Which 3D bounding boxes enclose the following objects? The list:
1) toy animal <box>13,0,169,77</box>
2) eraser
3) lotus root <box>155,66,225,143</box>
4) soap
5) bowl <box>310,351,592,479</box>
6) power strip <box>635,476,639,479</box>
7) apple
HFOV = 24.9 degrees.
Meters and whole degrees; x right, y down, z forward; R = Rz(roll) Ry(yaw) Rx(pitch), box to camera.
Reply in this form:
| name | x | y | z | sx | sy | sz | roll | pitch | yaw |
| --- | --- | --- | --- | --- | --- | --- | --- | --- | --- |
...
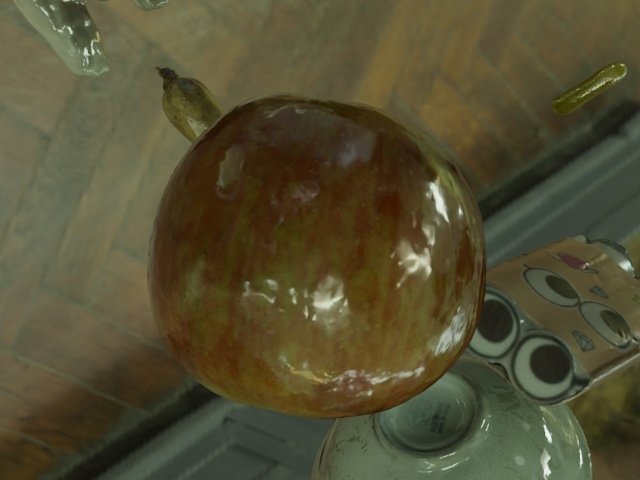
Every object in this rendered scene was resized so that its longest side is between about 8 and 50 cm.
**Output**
| name | x | y | z | sx | sy | sz | roll | pitch | yaw |
| --- | --- | --- | --- | --- | --- | --- | --- | --- | --- |
| toy animal | -0.203 | -0.358 | 1.375 | 0.308 | 0.266 | 0.188 | -51 | -177 | -40 |
| eraser | 0.271 | 0.080 | 1.544 | 0.290 | 0.171 | 0.087 | -16 | 141 | -55 |
| lotus root | -0.158 | -0.161 | 1.812 | 0.063 | 0.152 | 0.072 | -41 | 175 | 21 |
| soap | 0.282 | -0.159 | 1.521 | 0.034 | 0.089 | 0.012 | 29 | 35 | -46 |
| bowl | 0.124 | 0.219 | 1.532 | 0.313 | 0.313 | 0.146 | -54 | 146 | -26 |
| power strip | 0.366 | 0.330 | 1.325 | 0.046 | 0.118 | 0.270 | -38 | 103 | -1 |
| apple | 0.000 | 0.000 | 1.174 | 0.309 | 0.278 | 0.250 | -98 | -171 | -74 |
